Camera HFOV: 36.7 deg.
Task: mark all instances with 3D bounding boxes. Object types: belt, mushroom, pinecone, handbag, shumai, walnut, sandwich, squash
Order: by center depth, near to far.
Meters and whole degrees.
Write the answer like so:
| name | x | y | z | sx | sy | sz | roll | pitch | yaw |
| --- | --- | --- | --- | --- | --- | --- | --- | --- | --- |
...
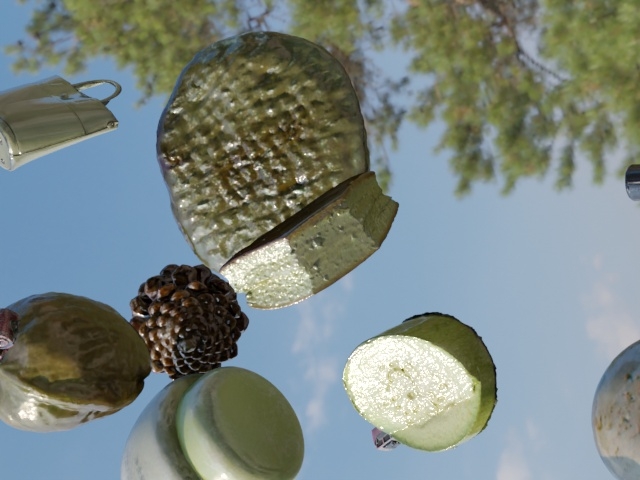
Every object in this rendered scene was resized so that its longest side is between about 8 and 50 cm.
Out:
| name | x | y | z | sx | sy | sz | roll | pitch | yaw |
| --- | --- | --- | --- | --- | --- | --- | --- | --- | --- |
| sandwich | 0.000 | 0.000 | 1.255 | 0.094 | 0.258 | 0.096 | 57 | 166 | -16 |
| belt | -0.499 | 0.142 | 1.273 | 0.053 | 0.232 | 0.071 | -83 | -22 | -56 |
| mushroom | 0.514 | 0.255 | 1.358 | 0.243 | 0.244 | 0.243 | 43 | -142 | -47 |
| squash | 0.157 | 0.225 | 1.464 | 0.133 | 0.220 | 0.220 | -19 | -89 | -59 |
| shumai | -0.069 | -0.129 | 1.593 | 0.323 | 0.324 | 0.397 | -18 | -80 | -81 |
| walnut | -0.427 | 0.201 | 1.611 | 0.283 | 0.283 | 0.227 | -2 | -66 | -64 |
| handbag | -0.544 | -0.252 | 1.957 | 0.315 | 0.241 | 0.109 | -26 | -44 | -39 |
| pinecone | -0.297 | 0.166 | 2.073 | 0.264 | 0.264 | 0.264 | 43 | -142 | -47 |

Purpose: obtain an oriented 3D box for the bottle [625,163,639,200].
| name | x | y | z | sx | sy | sz | roll | pitch | yaw |
| --- | --- | --- | --- | --- | --- | --- | --- | --- | --- |
| bottle | 0.688 | -0.109 | 1.768 | 0.082 | 0.244 | 0.072 | 41 | -119 | -38 |

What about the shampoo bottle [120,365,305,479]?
| name | x | y | z | sx | sy | sz | roll | pitch | yaw |
| --- | --- | --- | --- | --- | --- | --- | --- | --- | --- |
| shampoo bottle | -0.214 | 0.420 | 1.857 | 0.322 | 0.317 | 0.322 | 36 | -150 | -24 |

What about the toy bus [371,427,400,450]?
| name | x | y | z | sx | sy | sz | roll | pitch | yaw |
| --- | --- | --- | --- | --- | --- | --- | --- | --- | --- |
| toy bus | 0.140 | 0.333 | 1.725 | 0.037 | 0.130 | 0.052 | 11 | -128 | -28 |
